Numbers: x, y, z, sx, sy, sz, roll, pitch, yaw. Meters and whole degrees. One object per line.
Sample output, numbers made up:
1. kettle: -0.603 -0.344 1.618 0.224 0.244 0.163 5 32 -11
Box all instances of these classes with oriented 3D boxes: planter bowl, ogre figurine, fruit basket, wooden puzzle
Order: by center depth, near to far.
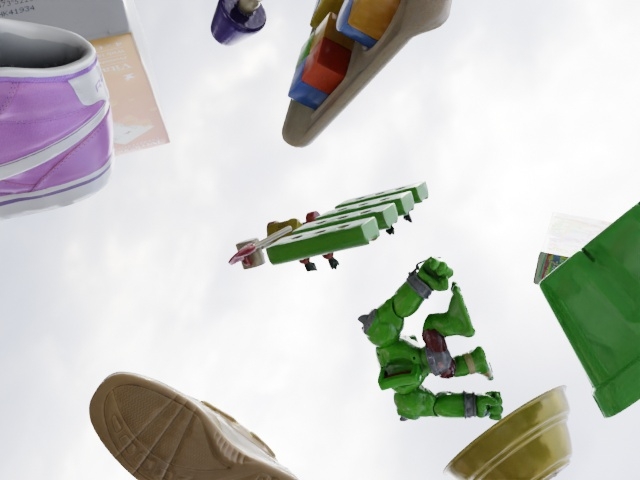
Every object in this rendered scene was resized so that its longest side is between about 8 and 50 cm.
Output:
1. ogre figurine: 0.117 0.122 0.979 0.118 0.197 0.096 -20 -144 9
2. fruit basket: 0.475 0.096 1.000 0.392 0.392 0.283 -58 165 5
3. wooden puzzle: 0.057 -0.327 1.202 0.348 0.081 0.322 -33 -144 53
4. planter bowl: 0.285 0.303 1.255 0.217 0.217 0.090 -47 -117 27

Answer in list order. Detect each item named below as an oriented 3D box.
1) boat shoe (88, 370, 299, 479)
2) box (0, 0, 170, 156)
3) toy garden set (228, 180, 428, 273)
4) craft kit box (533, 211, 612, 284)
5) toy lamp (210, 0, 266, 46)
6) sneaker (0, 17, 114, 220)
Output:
1. boat shoe: -0.085 0.139 0.602 0.063 0.170 0.059 -50 -157 -3
2. box: -0.318 -0.222 1.063 0.345 0.215 0.168 100 -25 -77
3. toy garden set: 0.000 0.000 1.005 0.204 0.049 0.244 -13 -171 24
4. craft kit box: 0.449 0.031 1.301 0.246 0.250 0.060 -45 143 -65
5. toy lamp: -0.072 -0.362 1.231 0.275 0.080 0.080 -39 -148 49
6. sneaker: -0.279 -0.070 0.599 0.102 0.282 0.161 52 -27 23
